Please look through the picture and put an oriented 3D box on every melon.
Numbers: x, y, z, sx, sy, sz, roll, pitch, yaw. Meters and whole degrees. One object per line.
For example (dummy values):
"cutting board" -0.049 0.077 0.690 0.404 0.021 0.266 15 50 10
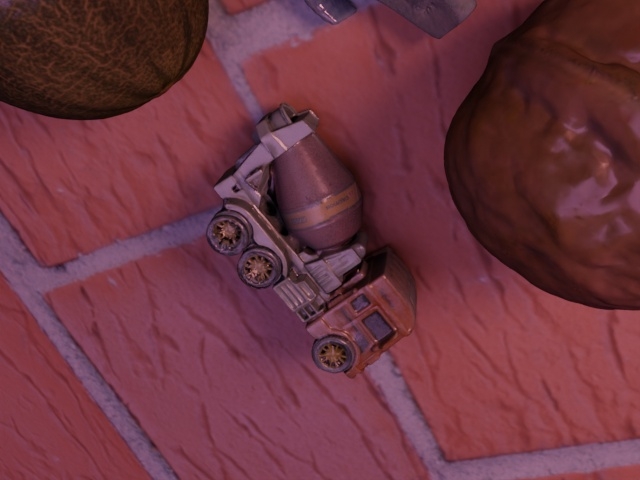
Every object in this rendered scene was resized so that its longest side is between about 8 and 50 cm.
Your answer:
"melon" -0.228 -0.231 0.680 0.302 0.237 0.237 45 125 -14

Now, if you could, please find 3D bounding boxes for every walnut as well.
"walnut" 0.217 -0.075 0.632 0.249 0.248 0.248 9 124 14

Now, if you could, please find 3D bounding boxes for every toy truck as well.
"toy truck" 0.000 0.000 0.835 0.140 0.108 0.256 -35 103 19

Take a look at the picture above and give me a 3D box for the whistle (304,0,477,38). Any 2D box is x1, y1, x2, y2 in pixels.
"whistle" 0.015 -0.260 0.667 0.269 0.093 0.180 42 149 -10
